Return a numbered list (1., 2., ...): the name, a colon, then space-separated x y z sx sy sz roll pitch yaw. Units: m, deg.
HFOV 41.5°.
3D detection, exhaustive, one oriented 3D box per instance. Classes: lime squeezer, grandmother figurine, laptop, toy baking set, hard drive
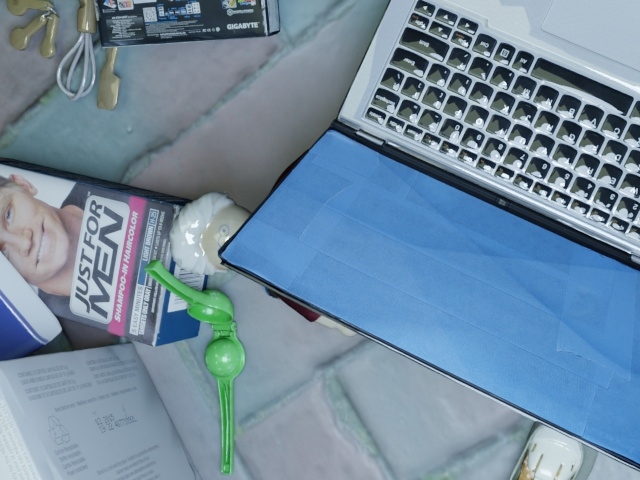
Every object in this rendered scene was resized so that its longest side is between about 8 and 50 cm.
1. lime squeezer: -0.126 0.131 1.009 0.058 0.110 0.310 -9 119 7
2. grandmother figurine: 0.013 -0.004 0.883 0.342 0.104 0.208 1 84 0
3. laptop: 0.188 -0.088 0.737 0.381 0.236 0.408 26 95 8
4. toy baking set: -0.316 -0.298 1.112 0.256 0.030 0.197 43 110 16
5. hard drive: -0.490 0.090 1.098 0.318 0.040 0.210 -27 104 40

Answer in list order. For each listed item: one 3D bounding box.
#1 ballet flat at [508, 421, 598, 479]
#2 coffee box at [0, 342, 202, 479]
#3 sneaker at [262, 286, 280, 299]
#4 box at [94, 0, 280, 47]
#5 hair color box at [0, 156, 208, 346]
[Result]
1. ballet flat: 0.230 0.253 0.873 0.072 0.068 0.213 27 101 20
2. coffee box: -0.337 0.348 0.942 0.334 0.337 0.338 -31 80 9
3. sneaker: 0.000 0.000 0.963 0.188 0.067 0.078 -47 68 14
4. box: -0.165 -0.322 0.993 0.220 0.051 0.175 0 108 16
5. hair color box: -0.312 0.005 1.076 0.347 0.105 0.174 13 96 23
